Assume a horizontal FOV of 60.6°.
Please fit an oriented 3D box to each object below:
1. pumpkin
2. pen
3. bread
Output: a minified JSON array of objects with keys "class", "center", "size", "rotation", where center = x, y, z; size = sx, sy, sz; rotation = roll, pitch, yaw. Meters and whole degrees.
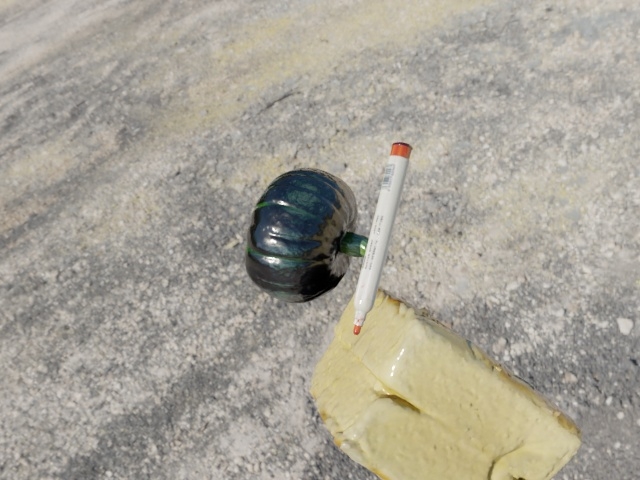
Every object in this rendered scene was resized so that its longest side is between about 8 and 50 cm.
[{"class":"pumpkin","center":[0.000,0.000,0.972],"size":[0.248,0.248,0.248],"rotation":[-15,41,13]},{"class":"pen","center":[0.066,-0.002,0.604],"size":[0.026,0.026,0.218],"rotation":[10,82,36]},{"class":"bread","center":[0.192,0.293,1.001],"size":[0.279,0.390,0.371],"rotation":[-53,13,-5]}]
